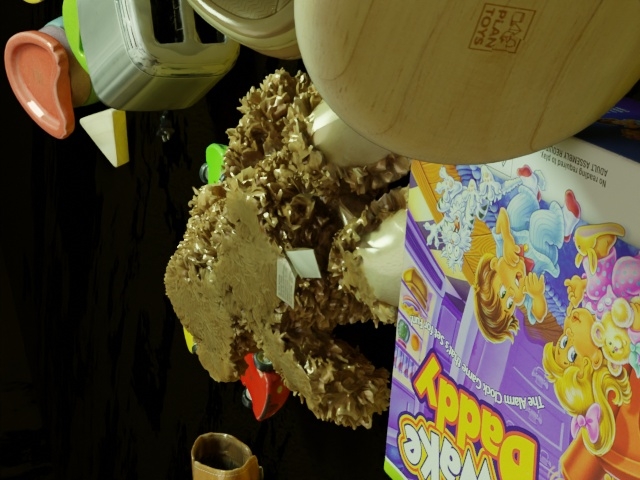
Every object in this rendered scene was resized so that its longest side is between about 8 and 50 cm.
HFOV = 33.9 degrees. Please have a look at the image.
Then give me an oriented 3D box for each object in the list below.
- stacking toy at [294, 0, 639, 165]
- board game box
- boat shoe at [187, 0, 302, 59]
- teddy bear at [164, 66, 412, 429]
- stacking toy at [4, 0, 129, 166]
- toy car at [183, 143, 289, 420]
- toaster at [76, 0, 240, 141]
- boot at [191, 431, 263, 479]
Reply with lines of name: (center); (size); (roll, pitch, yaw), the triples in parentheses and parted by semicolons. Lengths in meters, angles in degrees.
stacking toy: (0.040, -0.184, 0.480); (0.330, 0.141, 0.141); (-102, 20, -47)
board game box: (0.147, 0.078, 0.431); (0.347, 0.078, 0.233); (-141, 50, -59)
boat shoe: (-0.047, -0.219, 0.793); (0.110, 0.121, 0.341); (53, -174, -41)
teddy bear: (0.000, 0.000, 0.735); (0.245, 0.113, 0.338); (55, 147, 18)
stacking toy: (-0.303, -0.278, 1.419); (0.279, 0.130, 0.309); (37, 137, 26)
toy car: (-0.073, 0.023, 0.960); (0.239, 0.053, 0.225); (-155, 62, -63)
toaster: (-0.153, -0.218, 0.993); (0.146, 0.129, 0.227); (164, 100, -64)
boot: (-0.067, 0.317, 0.980); (0.283, 0.109, 0.220); (-151, 62, -71)
